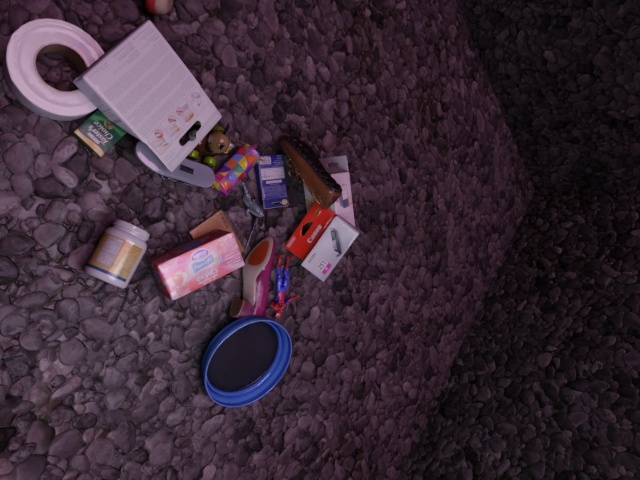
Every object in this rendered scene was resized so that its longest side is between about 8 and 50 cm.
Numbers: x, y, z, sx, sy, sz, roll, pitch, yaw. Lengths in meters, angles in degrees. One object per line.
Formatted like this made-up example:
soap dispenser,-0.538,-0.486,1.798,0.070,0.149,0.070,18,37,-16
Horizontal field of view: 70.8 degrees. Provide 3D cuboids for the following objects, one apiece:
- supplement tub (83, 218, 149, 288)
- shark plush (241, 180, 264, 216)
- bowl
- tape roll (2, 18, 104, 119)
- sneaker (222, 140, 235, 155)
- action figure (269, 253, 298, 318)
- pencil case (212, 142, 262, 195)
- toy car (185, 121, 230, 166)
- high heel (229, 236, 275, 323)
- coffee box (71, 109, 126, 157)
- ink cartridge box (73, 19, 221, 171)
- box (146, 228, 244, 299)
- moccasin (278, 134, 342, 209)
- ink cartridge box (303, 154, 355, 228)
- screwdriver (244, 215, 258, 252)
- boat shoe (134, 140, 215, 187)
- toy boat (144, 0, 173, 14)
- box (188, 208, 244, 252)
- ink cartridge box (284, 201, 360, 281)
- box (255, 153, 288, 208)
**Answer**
supplement tub,-0.671,0.044,1.496,0.144,0.144,0.200,35,70,-36
shark plush,-0.282,-0.173,1.868,0.073,0.067,0.162,-24,108,-37
bowl,-0.299,0.483,1.822,0.390,0.077,0.392,-17,119,-33
tape roll,-0.802,-0.518,1.385,0.286,0.100,0.287,-2,93,-41
sneaker,-0.373,-0.371,1.806,0.031,0.035,0.083,43,42,-12
action figure,-0.150,0.209,1.962,0.091,0.139,0.281,11,88,-39
pencil case,-0.339,-0.283,1.796,0.236,0.104,0.104,-50,122,-27
toy car,-0.400,-0.374,1.677,0.148,0.188,0.155,18,81,-40
high heel,-0.252,0.178,1.904,0.181,0.127,0.378,43,66,-51
coffee box,-0.717,-0.377,1.502,0.113,0.040,0.184,51,61,-30
ink cartridge box,-0.551,-0.469,1.500,0.385,0.091,0.308,53,57,-36
box,-0.456,0.082,1.659,0.299,0.154,0.142,-27,111,-29
moccasin,-0.061,-0.297,1.934,0.380,0.147,0.139,50,33,11
ink cartridge box,0.033,-0.198,2.044,0.119,0.207,0.354,-15,102,-41
screwdriver,-0.291,-0.028,1.904,0.025,0.024,0.170,22,84,-68
boat shoe,-0.534,-0.271,1.625,0.306,0.104,0.113,16,79,-45
toy boat,-0.590,-0.900,1.541,0.151,0.151,0.231,-3,94,-10
box,-0.412,0.003,1.797,0.164,0.021,0.201,-41,118,-31
ink cartridge box,0.000,0.000,1.955,0.238,0.060,0.275,36,107,3
box,-0.211,-0.254,1.944,0.136,0.036,0.226,-12,98,-39
